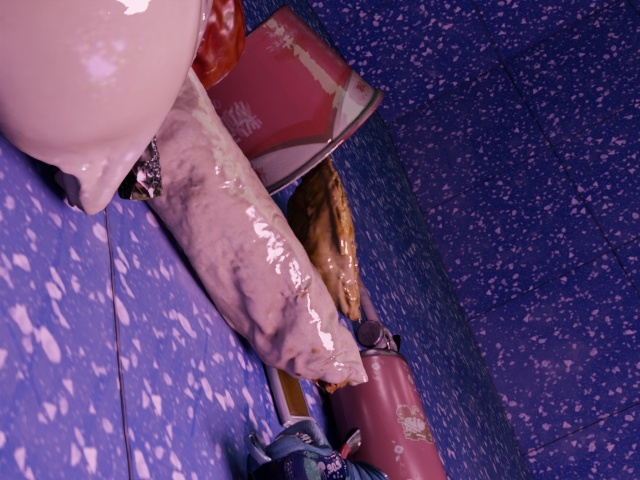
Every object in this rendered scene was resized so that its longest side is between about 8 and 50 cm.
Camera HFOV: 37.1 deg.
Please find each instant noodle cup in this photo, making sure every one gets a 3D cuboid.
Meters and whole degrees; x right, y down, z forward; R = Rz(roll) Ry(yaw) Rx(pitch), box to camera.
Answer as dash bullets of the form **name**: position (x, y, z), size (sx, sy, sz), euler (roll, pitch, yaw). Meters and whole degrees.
- **instant noodle cup**: position (-0.060, -0.189, 1.275), size (0.178, 0.235, 0.235), euler (49, 14, -13)

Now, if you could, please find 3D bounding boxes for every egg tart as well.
- **egg tart**: position (0.000, 0.000, 1.280), size (0.231, 0.099, 0.252), euler (86, -5, -55)

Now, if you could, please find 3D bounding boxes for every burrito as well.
- **burrito**: position (-0.084, 0.001, 0.952), size (0.392, 0.117, 0.076), euler (59, 24, -18)

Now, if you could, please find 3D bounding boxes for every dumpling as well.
- **dumpling**: position (-0.201, -0.220, 0.706), size (0.315, 0.233, 0.395), euler (-116, -166, -45)

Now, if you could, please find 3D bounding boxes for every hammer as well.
- **hammer**: position (0.037, 0.014, 1.634), size (0.426, 0.044, 0.152), euler (67, 12, 25)

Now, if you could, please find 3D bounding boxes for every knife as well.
- **knife**: position (-0.022, 0.188, 1.015), size (0.061, 0.027, 0.343), euler (39, 25, -52)

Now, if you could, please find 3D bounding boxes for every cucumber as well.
- **cucumber**: position (-0.177, -0.161, 0.843), size (0.044, 0.043, 0.256), euler (-85, 169, -78)

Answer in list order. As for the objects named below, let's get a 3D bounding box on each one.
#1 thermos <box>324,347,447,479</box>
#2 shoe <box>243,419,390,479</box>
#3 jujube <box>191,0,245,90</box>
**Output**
- **thermos**: position (0.085, 0.277, 1.070), size (0.136, 0.110, 0.330), euler (51, 16, -45)
- **shoe**: position (-0.001, 0.215, 0.873), size (0.207, 0.092, 0.106), euler (27, 40, -61)
- **jujube**: position (-0.194, -0.293, 0.968), size (0.223, 0.223, 0.318), euler (-106, 171, -46)
